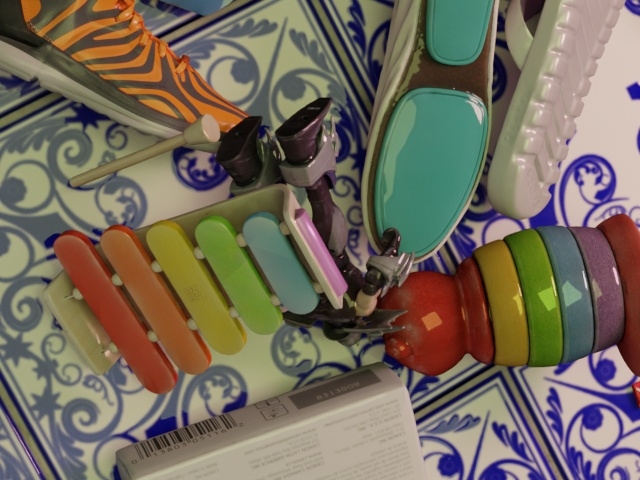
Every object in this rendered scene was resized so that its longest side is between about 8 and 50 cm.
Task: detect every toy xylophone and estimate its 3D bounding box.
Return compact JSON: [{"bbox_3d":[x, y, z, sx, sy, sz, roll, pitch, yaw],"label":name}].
[{"bbox_3d":[-0.138,0.017,1.419,0.322,0.081,0.236,-26,112,30],"label":"toy xylophone"}]

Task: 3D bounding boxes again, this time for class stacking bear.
[{"bbox_3d":[0.206,0.072,1.553,0.289,0.175,0.164,-11,135,-2],"label":"stacking bear"}]

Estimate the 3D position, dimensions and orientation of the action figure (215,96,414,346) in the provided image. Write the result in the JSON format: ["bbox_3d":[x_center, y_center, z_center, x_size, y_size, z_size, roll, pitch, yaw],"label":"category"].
[{"bbox_3d":[0.000,0.000,1.479,0.099,0.185,0.285,-60,137,-47],"label":"action figure"}]

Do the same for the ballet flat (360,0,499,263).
[{"bbox_3d":[0.116,-0.176,1.544,0.139,0.139,0.400,8,98,-14],"label":"ballet flat"}]

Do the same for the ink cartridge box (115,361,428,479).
[{"bbox_3d":[-0.023,0.357,1.548,0.308,0.091,0.385,-18,110,-14],"label":"ink cartridge box"}]

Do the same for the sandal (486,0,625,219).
[{"bbox_3d":[0.249,-0.230,1.588,0.102,0.169,0.416,15,77,28],"label":"sandal"}]

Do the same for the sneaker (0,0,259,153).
[{"bbox_3d":[-0.187,-0.213,1.459,0.321,0.124,0.180,23,96,-13],"label":"sneaker"}]

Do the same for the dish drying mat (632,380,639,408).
[{"bbox_3d":[0.407,0.169,1.677,0.083,0.008,0.032,-19,93,-13],"label":"dish drying mat"}]

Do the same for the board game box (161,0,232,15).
[{"bbox_3d":[-0.152,-0.319,1.531,0.168,0.033,0.133,18,90,-8],"label":"board game box"}]
